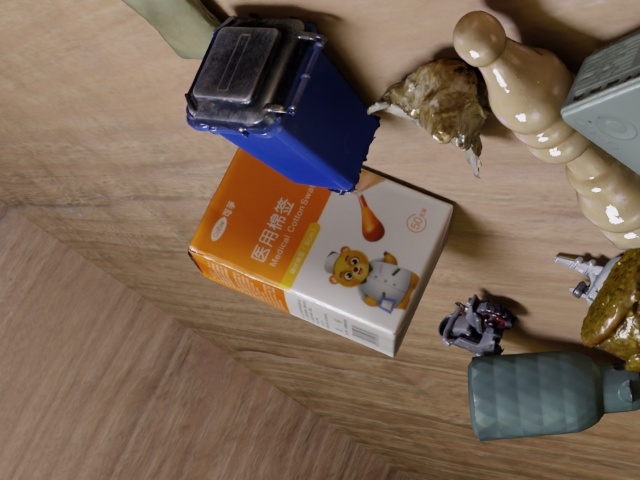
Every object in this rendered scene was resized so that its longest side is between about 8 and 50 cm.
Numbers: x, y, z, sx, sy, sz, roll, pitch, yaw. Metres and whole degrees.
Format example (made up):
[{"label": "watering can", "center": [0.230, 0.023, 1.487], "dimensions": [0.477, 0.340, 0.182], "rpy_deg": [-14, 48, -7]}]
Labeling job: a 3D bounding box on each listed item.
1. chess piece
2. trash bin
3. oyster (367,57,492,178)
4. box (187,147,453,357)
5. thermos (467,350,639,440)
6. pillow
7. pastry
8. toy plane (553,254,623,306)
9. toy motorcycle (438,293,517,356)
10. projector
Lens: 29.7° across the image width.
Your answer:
[{"label": "chess piece", "center": [0.254, -0.128, 1.281], "dimensions": [0.307, 0.139, 0.124], "rpy_deg": [39, 142, -26]}, {"label": "trash bin", "center": [-0.032, -0.164, 1.522], "dimensions": [0.184, 0.163, 0.234], "rpy_deg": [11, 162, 39]}, {"label": "oyster", "center": [0.144, -0.154, 1.424], "dimensions": [0.161, 0.107, 0.233], "rpy_deg": [22, -179, -2]}, {"label": "box", "center": [0.000, 0.000, 1.807], "dimensions": [0.341, 0.225, 0.143], "rpy_deg": [23, 163, 9]}, {"label": "thermos", "center": [0.399, 0.257, 2.051], "dimensions": [0.286, 0.145, 0.182], "rpy_deg": [-5, -176, 9]}, {"label": "pillow", "center": [-0.192, -0.294, 1.536], "dimensions": [0.119, 0.053, 0.208], "rpy_deg": [13, 161, 41]}, {"label": "pastry", "center": [0.414, 0.075, 1.521], "dimensions": [0.103, 0.189, 0.189], "rpy_deg": [32, 162, 4]}, {"label": "toy plane", "center": [0.402, 0.063, 1.703], "dimensions": [0.162, 0.066, 0.171], "rpy_deg": [34, 168, 11]}, {"label": "toy motorcycle", "center": [0.269, 0.145, 2.087], "dimensions": [0.122, 0.080, 0.215], "rpy_deg": [21, 156, 9]}, {"label": "projector", "center": [0.393, -0.112, 1.172], "dimensions": [0.256, 0.099, 0.192], "rpy_deg": [32, 162, -16]}]
